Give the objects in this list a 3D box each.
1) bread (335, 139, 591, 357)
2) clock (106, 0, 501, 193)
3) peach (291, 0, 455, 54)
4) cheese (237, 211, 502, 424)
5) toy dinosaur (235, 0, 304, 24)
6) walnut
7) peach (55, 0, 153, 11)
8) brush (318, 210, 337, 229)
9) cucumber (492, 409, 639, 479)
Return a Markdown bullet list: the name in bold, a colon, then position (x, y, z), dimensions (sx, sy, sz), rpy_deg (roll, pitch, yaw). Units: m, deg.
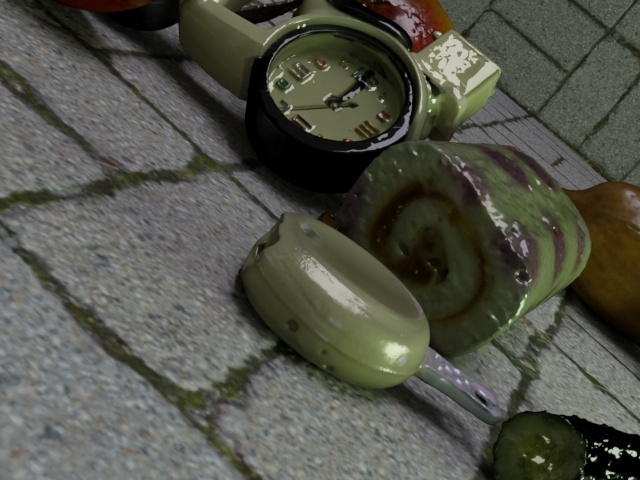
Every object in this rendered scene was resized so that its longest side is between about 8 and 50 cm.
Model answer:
- **bread**: position (0.162, -0.007, 0.973), dimensions (0.187, 0.155, 0.338), rpy_deg (49, 20, 14)
- **clock**: position (-0.025, -0.219, 1.011), dimensions (0.276, 0.120, 0.379), rpy_deg (-36, 74, -27)
- **peach**: position (0.066, -0.221, 1.210), dimensions (0.231, 0.231, 0.231), rpy_deg (35, 19, -14)
- **cheese**: position (0.044, 0.067, 0.722), dimensions (0.227, 0.064, 0.137), rpy_deg (37, 20, -13)
- **toy dinosaur**: position (-0.169, -0.412, 1.352), dimensions (0.207, 0.113, 0.327), rpy_deg (21, 24, -43)
- **walnut**: position (0.454, 0.032, 1.374), dimensions (0.336, 0.209, 0.209), rpy_deg (35, 19, -2)
- **peach**: position (-0.237, -0.305, 0.906), dimensions (0.159, 0.154, 0.267), rpy_deg (10, 54, -46)
- **brush**: position (0.000, 0.000, 0.869), dimensions (0.043, 0.014, 0.170), rpy_deg (40, 18, -5)
- **cucumber**: position (0.249, 0.195, 0.801), dimensions (0.304, 0.072, 0.081), rpy_deg (22, 23, -44)
